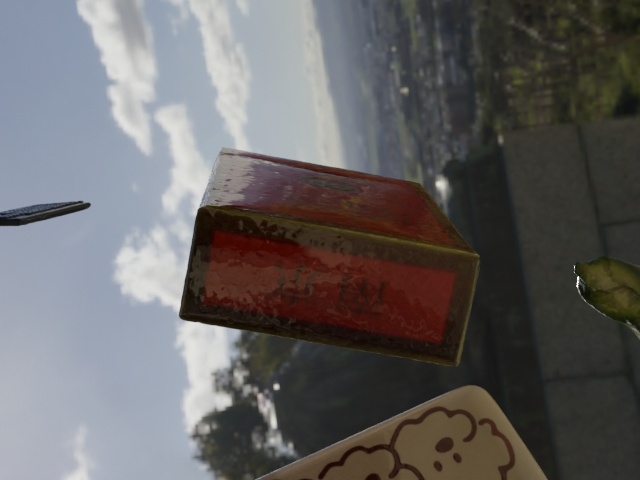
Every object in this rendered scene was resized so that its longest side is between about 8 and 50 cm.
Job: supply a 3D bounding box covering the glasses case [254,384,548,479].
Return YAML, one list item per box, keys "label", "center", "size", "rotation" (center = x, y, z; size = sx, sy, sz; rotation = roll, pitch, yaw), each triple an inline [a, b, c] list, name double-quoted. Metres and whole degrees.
- label: "glasses case"
  center: [0.029, 0.248, 0.953]
  size: [0.144, 0.336, 0.076]
  rotation: [57, 154, 26]

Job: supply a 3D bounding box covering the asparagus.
- label: "asparagus"
  center: [0.376, 0.076, 1.197]
  size: [0.343, 0.082, 0.085]
  rotation: [20, -149, -48]

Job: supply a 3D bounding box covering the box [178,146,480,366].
- label: "box"
  center: [0.000, 0.001, 0.692]
  size: [0.240, 0.153, 0.074]
  rotation: [-102, 18, -77]

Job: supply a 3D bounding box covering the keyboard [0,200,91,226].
- label: "keyboard"
  center: [-0.276, -0.025, 1.064]
  size: [0.198, 0.063, 0.010]
  rotation: [-47, -46, -82]
